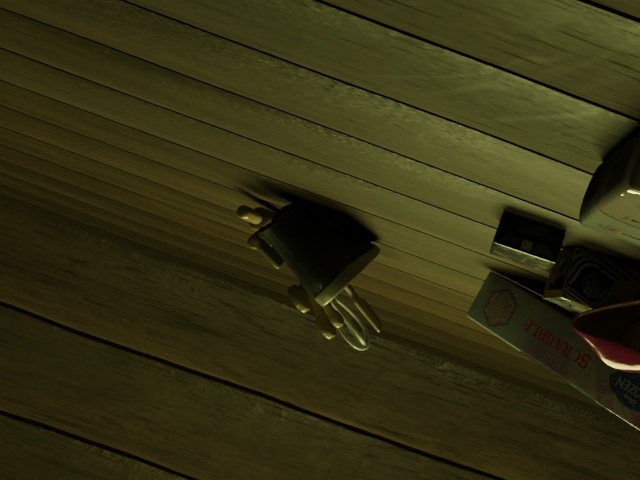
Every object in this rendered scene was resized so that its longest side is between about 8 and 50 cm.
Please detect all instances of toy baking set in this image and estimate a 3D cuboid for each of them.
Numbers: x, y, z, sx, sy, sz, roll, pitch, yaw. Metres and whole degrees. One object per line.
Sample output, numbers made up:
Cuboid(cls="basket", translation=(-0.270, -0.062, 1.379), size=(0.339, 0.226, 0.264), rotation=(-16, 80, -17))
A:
Cuboid(cls="toy baking set", translation=(-0.014, 0.049, 2.094), size=(0.196, 0.030, 0.256), rotation=(60, -162, 20))

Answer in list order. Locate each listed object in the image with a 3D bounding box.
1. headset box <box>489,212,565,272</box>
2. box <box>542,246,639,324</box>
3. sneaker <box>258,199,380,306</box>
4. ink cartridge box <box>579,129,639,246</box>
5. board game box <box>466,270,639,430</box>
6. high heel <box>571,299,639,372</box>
Cuboid(cls="headset box", translation=(0.194, 0.003, 1.610), size=(0.062, 0.032, 0.083), rotation=(19, 174, 6))
Cuboid(cls="box", translation=(0.307, 0.060, 1.657), size=(0.169, 0.054, 0.059), rotation=(20, 173, -10))
Cuboid(cls="sneaker", translation=(0.000, 0.000, 2.019), size=(0.118, 0.083, 0.222), rotation=(48, -172, 0))
Cuboid(cls="ink cartridge box", translation=(0.303, -0.007, 1.147), size=(0.232, 0.066, 0.189), rotation=(23, 173, 2))
Cuboid(cls="board game box", translation=(0.375, 0.171, 1.976), size=(0.319, 0.066, 0.318), rotation=(26, -174, -42))
Cuboid(cls="high heel", translation=(0.323, 0.071, 1.515), size=(0.117, 0.082, 0.244), rotation=(23, 164, -12))
